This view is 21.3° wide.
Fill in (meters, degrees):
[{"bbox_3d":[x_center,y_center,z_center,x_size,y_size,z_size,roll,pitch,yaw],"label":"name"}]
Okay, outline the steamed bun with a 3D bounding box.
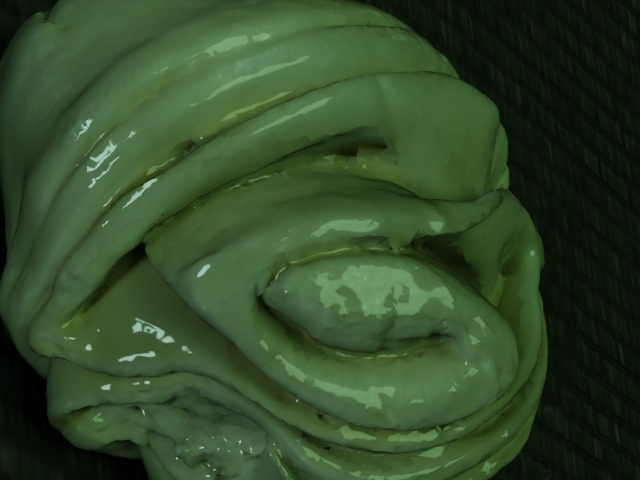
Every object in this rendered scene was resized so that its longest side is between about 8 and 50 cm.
[{"bbox_3d":[-0.002,0.000,0.817,0.276,0.203,0.289,-15,87,-47],"label":"steamed bun"}]
